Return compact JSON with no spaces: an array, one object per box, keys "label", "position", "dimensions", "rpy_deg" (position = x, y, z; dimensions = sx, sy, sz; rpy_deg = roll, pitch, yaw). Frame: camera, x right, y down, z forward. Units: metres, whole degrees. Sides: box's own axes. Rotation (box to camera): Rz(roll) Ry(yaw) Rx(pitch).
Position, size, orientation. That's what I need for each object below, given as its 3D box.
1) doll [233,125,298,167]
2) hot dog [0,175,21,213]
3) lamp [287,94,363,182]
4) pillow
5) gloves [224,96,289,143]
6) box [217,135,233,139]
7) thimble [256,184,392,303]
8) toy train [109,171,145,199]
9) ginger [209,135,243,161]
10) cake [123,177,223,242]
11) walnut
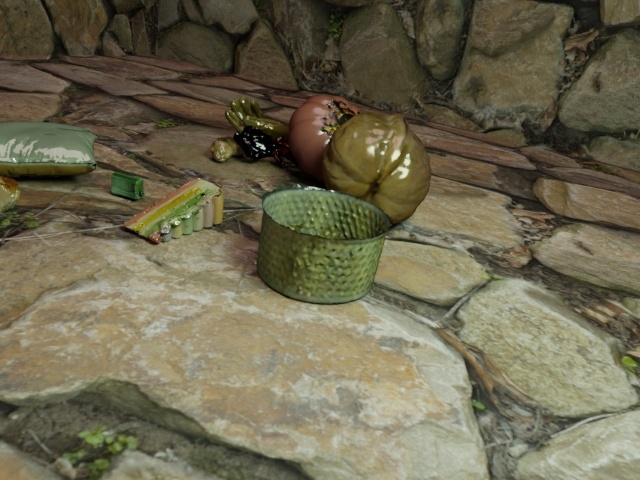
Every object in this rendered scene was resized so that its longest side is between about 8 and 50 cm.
[{"label":"doll","position":[-0.183,-0.316,1.677],"dimensions":[0.249,0.088,0.127],"rpy_deg":[8,34,-31]},{"label":"hot dog","position":[-0.693,-0.081,1.026],"dimensions":[0.078,0.061,0.169],"rpy_deg":[48,16,-22]},{"label":"lamp","position":[0.028,-0.322,1.621],"dimensions":[0.306,0.240,0.305],"rpy_deg":[12,65,-27]},{"label":"pillow","position":[-0.745,-0.239,1.281],"dimensions":[0.310,0.119,0.312],"rpy_deg":[-5,29,-24]},{"label":"gloves","position":[-0.206,-0.429,1.883],"dimensions":[0.331,0.141,0.154],"rpy_deg":[15,49,-14]},{"label":"box","position":[-0.270,-0.346,1.790],"dimensions":[0.207,0.041,0.050],"rpy_deg":[0,27,-20]},{"label":"thimble","position":[0.000,0.000,1.023],"dimensions":[0.271,0.150,0.271],"rpy_deg":[9,24,-4]},{"label":"toy train","position":[-0.486,-0.137,1.237],"dimensions":[0.093,0.056,0.038],"rpy_deg":[17,27,15]},{"label":"ginger","position":[-0.313,-0.313,1.671],"dimensions":[0.095,0.069,0.190],"rpy_deg":[45,26,-4]},{"label":"cake","position":[-0.325,-0.051,1.139],"dimensions":[0.109,0.090,0.225],"rpy_deg":[27,48,27]},{"label":"walnut","position":[0.156,-0.207,1.374],"dimensions":[0.306,0.306,0.344],"rpy_deg":[13,34,5]}]
